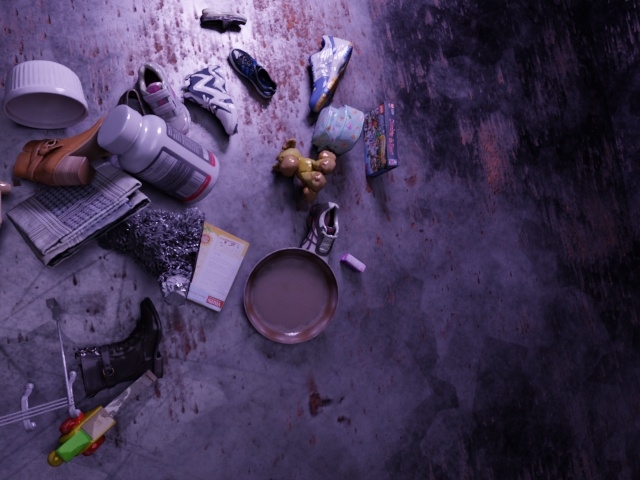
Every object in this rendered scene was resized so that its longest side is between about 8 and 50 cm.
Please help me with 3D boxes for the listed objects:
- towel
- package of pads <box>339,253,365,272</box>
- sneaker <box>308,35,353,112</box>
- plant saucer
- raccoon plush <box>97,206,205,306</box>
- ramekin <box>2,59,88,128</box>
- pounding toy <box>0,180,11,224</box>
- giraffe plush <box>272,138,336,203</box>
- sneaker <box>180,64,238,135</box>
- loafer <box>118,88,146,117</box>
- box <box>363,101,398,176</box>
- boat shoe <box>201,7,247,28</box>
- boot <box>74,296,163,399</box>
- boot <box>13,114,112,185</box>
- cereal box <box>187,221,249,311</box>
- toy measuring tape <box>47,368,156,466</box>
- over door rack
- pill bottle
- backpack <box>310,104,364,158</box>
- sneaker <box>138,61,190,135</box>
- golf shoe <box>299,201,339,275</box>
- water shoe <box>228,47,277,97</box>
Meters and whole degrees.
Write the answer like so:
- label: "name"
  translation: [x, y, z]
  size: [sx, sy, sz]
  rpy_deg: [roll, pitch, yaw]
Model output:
- label: "towel"
  translation: [-0.654, -0.095, 1.425]
  size: [0.312, 0.324, 0.056]
  rpy_deg: [-39, 140, -24]
- label: "package of pads"
  translation: [0.113, 0.080, 1.863]
  size: [0.083, 0.050, 0.032]
  rpy_deg: [36, 70, -16]
- label: "sneaker"
  translation: [0.006, -0.591, 1.894]
  size: [0.131, 0.112, 0.296]
  rpy_deg: [23, 74, 2]
- label: "plant saucer"
  translation: [-0.095, 0.176, 1.726]
  size: [0.311, 0.050, 0.310]
  rpy_deg: [-1, 93, -13]
- label: "raccoon plush"
  translation: [-0.476, 0.002, 1.416]
  size: [0.299, 0.446, 0.216]
  rpy_deg: [11, 98, -11]
- label: "ramekin"
  translation: [-0.754, -0.401, 1.462]
  size: [0.207, 0.207, 0.109]
  rpy_deg: [-5, 76, -25]
- label: "pounding toy"
  translation: [-0.907, -0.039, 1.360]
  size: [0.154, 0.155, 0.269]
  rpy_deg: [16, 77, -30]
- label: "giraffe plush"
  translation: [-0.064, -0.245, 1.762]
  size: [0.170, 0.210, 0.181]
  rpy_deg: [29, 97, -13]
- label: "sneaker"
  translation: [-0.362, -0.437, 1.701]
  size: [0.153, 0.094, 0.235]
  rpy_deg: [-17, 93, -21]
- label: "loafer"
  translation: [-0.550, -0.323, 1.602]
  size: [0.096, 0.084, 0.267]
  rpy_deg: [-15, 89, -25]
- label: "box"
  translation: [0.212, -0.357, 1.908]
  size: [0.044, 0.159, 0.233]
  rpy_deg: [1, 82, -24]
- label: "boat shoe"
  translation: [-0.321, -0.735, 1.783]
  size: [0.152, 0.056, 0.049]
  rpy_deg: [3, 86, -14]
- label: "boot"
  translation: [-0.569, 0.301, 1.505]
  size: [0.229, 0.091, 0.262]
  rpy_deg: [-4, 87, -25]
- label: "boot"
  translation: [-0.706, -0.262, 1.506]
  size: [0.220, 0.109, 0.283]
  rpy_deg: [6, 57, 14]
- label: "cereal box"
  translation: [-0.347, 0.082, 1.658]
  size: [0.173, 0.047, 0.240]
  rpy_deg: [27, 74, -17]
- label: "toy measuring tape"
  translation: [-0.598, 0.479, 1.459]
  size: [0.330, 0.121, 0.121]
  rpy_deg: [-43, 101, -26]
- label: "over door rack"
  translation: [-0.781, 0.337, 1.395]
  size: [0.240, 0.108, 0.324]
  rpy_deg: [-14, 75, -19]
- label: "pill bottle"
  translation: [-0.457, -0.244, 1.517]
  size: [0.318, 0.176, 0.176]
  rpy_deg: [33, 68, -47]
- label: "backpack"
  translation: [0.061, -0.378, 1.816]
  size: [0.144, 0.188, 0.165]
  rpy_deg: [23, 80, -27]
- label: "sneaker"
  translation: [-0.486, -0.428, 1.617]
  size: [0.103, 0.111, 0.252]
  rpy_deg: [-30, 92, 2]
- label: "golf shoe"
  translation: [0.000, 0.000, 1.787]
  size: [0.105, 0.120, 0.272]
  rpy_deg: [11, 80, -24]
- label: "water shoe"
  translation: [-0.218, -0.575, 1.788]
  size: [0.203, 0.080, 0.073]
  rpy_deg: [45, 68, -12]
